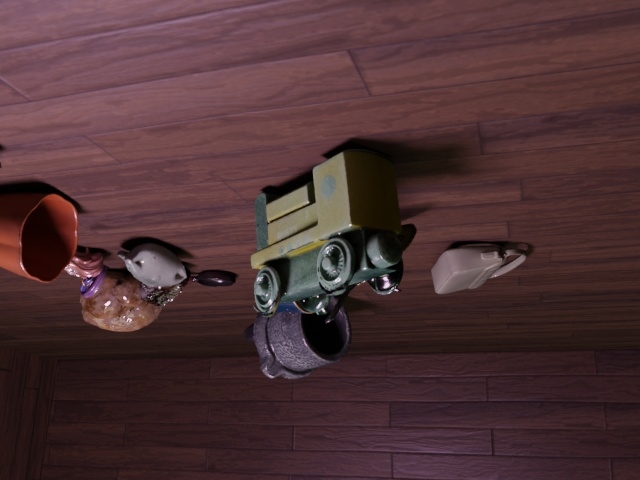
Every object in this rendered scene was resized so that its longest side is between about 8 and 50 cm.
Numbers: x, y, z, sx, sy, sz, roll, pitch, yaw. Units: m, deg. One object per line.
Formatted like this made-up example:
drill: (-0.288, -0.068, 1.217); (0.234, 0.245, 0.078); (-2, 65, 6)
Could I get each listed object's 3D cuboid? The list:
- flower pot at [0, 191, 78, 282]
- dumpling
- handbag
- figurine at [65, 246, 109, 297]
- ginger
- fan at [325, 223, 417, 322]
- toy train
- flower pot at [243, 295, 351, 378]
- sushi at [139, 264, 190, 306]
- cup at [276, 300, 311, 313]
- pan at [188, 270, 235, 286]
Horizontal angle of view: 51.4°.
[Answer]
flower pot: (-0.632, -0.020, 1.389); (0.173, 0.190, 0.190); (12, 165, 14)
dumpling: (-0.450, 0.066, 1.716); (0.149, 0.104, 0.217); (-13, 162, 21)
handbag: (0.409, 0.066, 1.715); (0.219, 0.079, 0.256); (-8, 163, -5)
figurine: (-0.631, 0.063, 1.757); (0.114, 0.126, 0.157); (-35, 112, 7)
ginger: (-0.608, 0.181, 2.008); (0.245, 0.155, 0.304); (-1, 162, -5)
fan: (0.094, 0.058, 1.403); (0.230, 0.335, 0.011); (-25, 110, 45)
toy train: (0.000, 0.000, 1.236); (0.160, 0.253, 0.397); (5, 163, -36)
flower pot: (-0.084, 0.317, 2.173); (0.299, 0.299, 0.283); (17, 152, -40)
sushi: (-0.437, 0.121, 1.878); (0.150, 0.090, 0.078); (-41, 132, 15)
cup: (-0.068, 0.144, 1.936); (0.155, 0.131, 0.176); (-11, -176, 46)
pan: (-0.358, 0.117, 1.973); (0.212, 0.040, 0.115); (-2, 164, -11)
